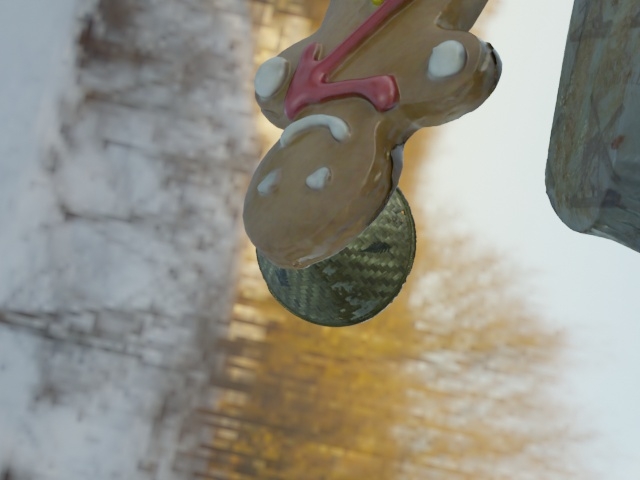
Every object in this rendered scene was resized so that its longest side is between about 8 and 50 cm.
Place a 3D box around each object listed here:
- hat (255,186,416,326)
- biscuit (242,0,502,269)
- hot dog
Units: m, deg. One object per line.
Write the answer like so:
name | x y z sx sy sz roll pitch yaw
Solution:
hat | 0.000 0.000 1.499 0.067 0.146 0.146 0 103 -68
biscuit | 0.039 -0.132 1.268 0.216 0.047 0.339 5 -120 50
hot dog | 0.201 -0.120 1.087 0.162 0.082 0.270 175 -75 -68
